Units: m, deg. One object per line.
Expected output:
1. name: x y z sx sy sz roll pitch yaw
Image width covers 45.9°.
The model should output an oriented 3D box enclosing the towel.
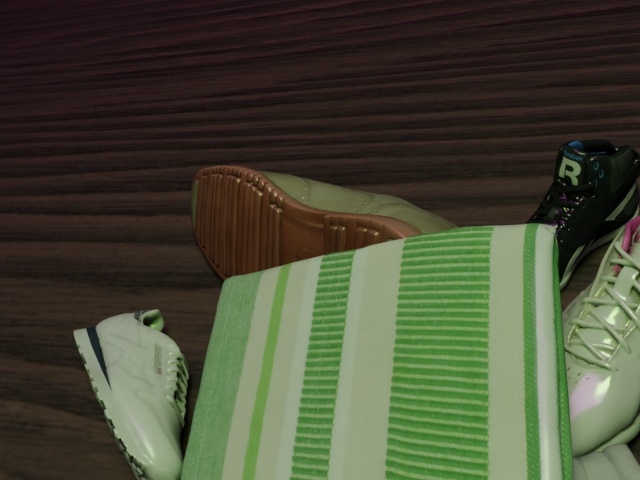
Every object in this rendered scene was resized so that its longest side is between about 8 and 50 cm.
1. towel: 0.032 0.112 0.602 0.324 0.038 0.248 -14 52 31

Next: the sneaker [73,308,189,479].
1. sneaker: -0.166 0.141 0.724 0.094 0.090 0.235 -19 37 -20

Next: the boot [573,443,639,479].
1. boot: 0.198 0.231 0.456 0.123 0.095 0.258 -22 36 3

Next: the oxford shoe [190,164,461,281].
1. oxford shoe: 0.000 0.000 0.835 0.146 0.141 0.397 -11 24 -42

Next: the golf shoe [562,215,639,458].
1. golf shoe: 0.252 0.055 0.631 0.115 0.140 0.306 26 55 40

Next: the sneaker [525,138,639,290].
1. sneaker: 0.235 -0.030 0.759 0.216 0.121 0.079 -34 39 -22
